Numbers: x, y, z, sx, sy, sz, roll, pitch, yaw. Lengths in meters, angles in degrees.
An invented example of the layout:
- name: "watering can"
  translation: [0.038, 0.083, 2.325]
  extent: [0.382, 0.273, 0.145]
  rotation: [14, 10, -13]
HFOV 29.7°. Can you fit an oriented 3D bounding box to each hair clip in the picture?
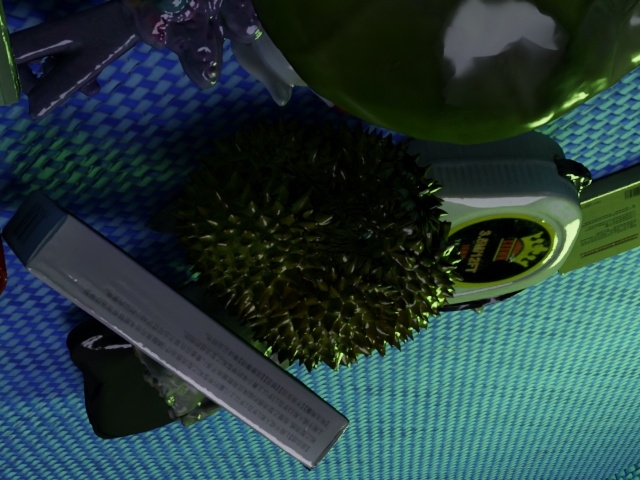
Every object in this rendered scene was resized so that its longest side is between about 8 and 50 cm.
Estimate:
- name: "hair clip"
  translation: [-0.136, -0.171, 0.944]
  extent: [0.278, 0.137, 0.090]
  rotation: [-26, -171, 16]

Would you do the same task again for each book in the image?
- name: "book"
  translation: [0.393, -0.028, 1.660]
  extent: [0.161, 0.026, 0.231]
  rotation: [-20, 154, 6]

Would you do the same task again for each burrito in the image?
- name: "burrito"
  translation: [-0.060, 0.077, 1.391]
  extent: [0.331, 0.135, 0.190]
  rotation: [-33, 147, -5]

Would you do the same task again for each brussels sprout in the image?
- name: "brussels sprout"
  translation: [0.117, -0.220, 0.817]
  extent: [0.354, 0.289, 0.281]
  rotation: [-21, -162, -5]

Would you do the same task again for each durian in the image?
- name: "durian"
  translation: [0.000, 0.001, 1.201]
  extent: [0.291, 0.291, 0.225]
  rotation: [-9, 147, -19]

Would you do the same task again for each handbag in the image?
- name: "handbag"
  translation: [-0.221, 0.161, 1.570]
  extent: [0.191, 0.075, 0.332]
  rotation: [-17, 151, -13]

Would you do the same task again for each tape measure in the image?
- name: "tape measure"
  translation: [0.189, -0.019, 1.423]
  extent: [0.231, 0.133, 0.271]
  rotation: [-2, 143, -9]

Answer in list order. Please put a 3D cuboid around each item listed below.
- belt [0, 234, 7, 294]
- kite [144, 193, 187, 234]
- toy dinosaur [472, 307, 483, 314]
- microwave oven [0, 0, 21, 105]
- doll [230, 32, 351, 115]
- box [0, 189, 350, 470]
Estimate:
- name: "belt"
  translation: [-0.389, 0.034, 1.165]
  extent: [0.201, 0.124, 0.128]
  rotation: [-34, 148, 28]
- name: "kite"
  translation: [-0.092, -0.014, 1.384]
  extent: [0.141, 0.015, 0.245]
  rotation: [-25, 151, 12]
- name: "toy dinosaur"
  translation: [0.144, 0.051, 1.594]
  extent: [0.393, 0.092, 0.205]
  rotation: [-34, 146, 33]
- name: "microwave oven"
  translation: [-0.290, -0.185, 0.794]
  extent: [0.163, 0.129, 0.205]
  rotation: [-10, 153, -12]
- name: "doll"
  translation: [0.074, -0.171, 1.108]
  extent: [0.384, 0.099, 0.188]
  rotation: [-1, 149, -44]
- name: "box"
  translation: [-0.145, 0.084, 1.176]
  extent: [0.343, 0.200, 0.065]
  rotation: [39, 84, -22]
